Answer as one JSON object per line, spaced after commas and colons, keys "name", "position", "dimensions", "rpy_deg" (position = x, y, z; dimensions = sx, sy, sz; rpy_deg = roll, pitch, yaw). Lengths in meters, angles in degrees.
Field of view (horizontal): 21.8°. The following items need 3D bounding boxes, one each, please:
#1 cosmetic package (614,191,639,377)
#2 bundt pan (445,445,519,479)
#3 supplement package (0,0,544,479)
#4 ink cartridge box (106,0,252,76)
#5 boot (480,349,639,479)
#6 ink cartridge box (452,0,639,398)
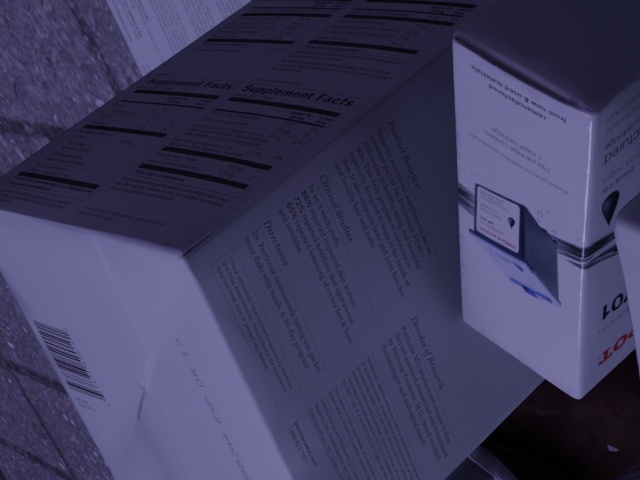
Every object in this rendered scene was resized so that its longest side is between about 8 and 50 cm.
{"name": "cosmetic package", "position": [0.240, 0.036, 0.655], "dimensions": [0.183, 0.151, 0.151], "rpy_deg": [29, 147, 43]}
{"name": "bundt pan", "position": [0.118, 0.242, 1.065], "dimensions": [0.331, 0.124, 0.331], "rpy_deg": [44, 175, 4]}
{"name": "supplement package", "position": [0.000, 0.000, 0.885], "dimensions": [0.198, 0.262, 0.199], "rpy_deg": [12, 133, 48]}
{"name": "ink cartridge box", "position": [-0.041, -0.163, 1.049], "dimensions": [0.232, 0.066, 0.189], "rpy_deg": [-3, 123, 37]}
{"name": "boot", "position": [0.176, 0.082, 0.955], "dimensions": [0.248, 0.090, 0.207], "rpy_deg": [51, 144, 8]}
{"name": "ink cartridge box", "position": [0.134, -0.042, 0.757], "dimensions": [0.082, 0.139, 0.191], "rpy_deg": [34, 150, 33]}
